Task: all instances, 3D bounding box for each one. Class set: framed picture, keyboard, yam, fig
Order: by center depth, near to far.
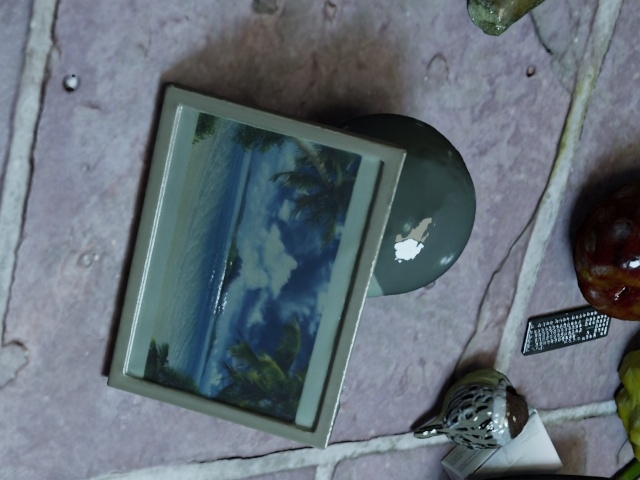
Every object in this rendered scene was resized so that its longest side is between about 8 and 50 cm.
[{"bbox_3d":[-0.065,0.028,1.366,0.024,0.232,0.315,-58,162,-72],"label":"framed picture"},{"bbox_3d":[0.260,-0.312,1.528,0.253,0.061,0.061,-42,133,-13],"label":"yam"},{"bbox_3d":[0.425,-0.021,1.779,0.274,0.146,0.170,-45,136,-30],"label":"fig"},{"bbox_3d":[0.318,0.112,1.839,0.155,0.010,0.053,-10,117,-35],"label":"keyboard"}]

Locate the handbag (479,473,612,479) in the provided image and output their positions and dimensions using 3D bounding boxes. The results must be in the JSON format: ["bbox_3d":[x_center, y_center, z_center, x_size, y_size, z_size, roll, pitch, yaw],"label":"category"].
[{"bbox_3d":[0.287,0.412,1.790,0.275,0.088,0.244,3,69,-38],"label":"handbag"}]

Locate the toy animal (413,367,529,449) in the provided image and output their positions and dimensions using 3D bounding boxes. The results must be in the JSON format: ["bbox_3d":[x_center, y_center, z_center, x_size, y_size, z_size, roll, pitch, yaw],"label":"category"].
[{"bbox_3d":[0.187,0.215,1.731,0.137,0.098,0.098,-32,130,-22],"label":"toy animal"}]

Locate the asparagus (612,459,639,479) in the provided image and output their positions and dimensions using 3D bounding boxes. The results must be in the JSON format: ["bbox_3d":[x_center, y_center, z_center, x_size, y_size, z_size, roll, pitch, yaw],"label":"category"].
[{"bbox_3d":[0.407,0.352,2.030,0.236,0.027,0.034,-30,124,-23],"label":"asparagus"}]

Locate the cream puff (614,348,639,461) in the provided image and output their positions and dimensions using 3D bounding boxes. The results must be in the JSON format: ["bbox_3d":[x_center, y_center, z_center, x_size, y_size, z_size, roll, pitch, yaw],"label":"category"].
[{"bbox_3d":[0.536,0.213,1.953,0.282,0.185,0.281,-19,126,-28],"label":"cream puff"}]

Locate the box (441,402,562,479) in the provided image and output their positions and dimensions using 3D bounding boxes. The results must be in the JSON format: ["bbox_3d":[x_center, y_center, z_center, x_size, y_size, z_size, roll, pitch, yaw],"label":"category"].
[{"bbox_3d":[0.234,0.285,1.838,0.130,0.051,0.129,-41,133,-13],"label":"box"}]

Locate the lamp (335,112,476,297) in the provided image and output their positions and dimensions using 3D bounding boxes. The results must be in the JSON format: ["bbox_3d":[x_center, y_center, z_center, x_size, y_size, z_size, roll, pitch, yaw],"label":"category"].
[{"bbox_3d":[-0.001,-0.018,1.425,0.314,0.182,0.182,-15,125,-7],"label":"lamp"}]
